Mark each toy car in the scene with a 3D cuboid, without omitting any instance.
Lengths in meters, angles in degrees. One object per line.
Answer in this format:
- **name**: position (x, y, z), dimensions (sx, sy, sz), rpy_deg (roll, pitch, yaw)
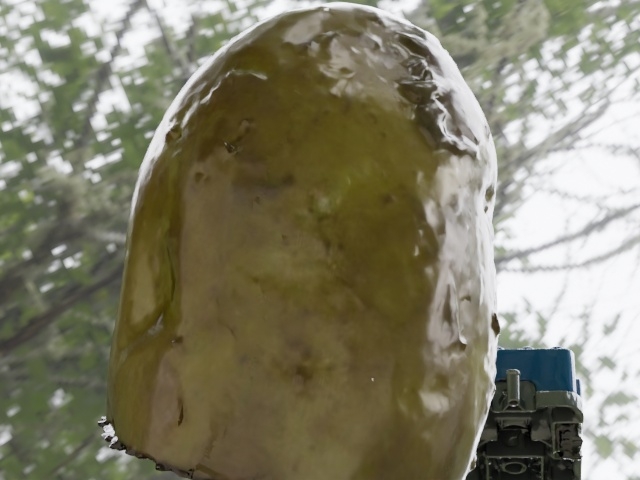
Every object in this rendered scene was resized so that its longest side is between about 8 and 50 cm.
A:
- **toy car**: position (0.141, 0.134, 1.298), dimensions (0.097, 0.100, 0.191), rpy_deg (-1, -38, 6)

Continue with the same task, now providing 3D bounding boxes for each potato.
- **potato**: position (0.000, 0.000, 0.977), dimensions (0.229, 0.229, 0.266), rpy_deg (10, -92, 25)
